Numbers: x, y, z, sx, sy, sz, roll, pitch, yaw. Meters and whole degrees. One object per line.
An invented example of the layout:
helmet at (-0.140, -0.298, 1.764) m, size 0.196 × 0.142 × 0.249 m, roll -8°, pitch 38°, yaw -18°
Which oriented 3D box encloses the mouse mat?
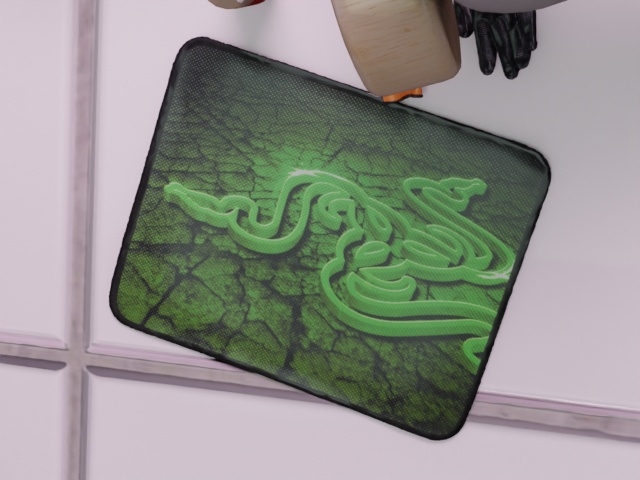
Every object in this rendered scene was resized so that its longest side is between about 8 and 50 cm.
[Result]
mouse mat at (0.000, 0.000, 0.746) m, size 0.189 × 0.007 × 0.153 m, roll 19°, pitch 105°, yaw 7°

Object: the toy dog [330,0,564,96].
toy dog at (0.046, -0.164, 0.474) m, size 0.220 × 0.334 × 0.161 m, roll -15°, pitch 79°, yaw -7°

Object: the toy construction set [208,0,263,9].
toy construction set at (-0.077, -0.235, 0.580) m, size 0.257 × 0.237 × 0.309 m, roll -23°, pitch 99°, yaw 6°

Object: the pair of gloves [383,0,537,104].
pair of gloves at (0.056, -0.105, 0.709) m, size 0.083 × 0.010 × 0.074 m, roll -11°, pitch 97°, yaw 12°
